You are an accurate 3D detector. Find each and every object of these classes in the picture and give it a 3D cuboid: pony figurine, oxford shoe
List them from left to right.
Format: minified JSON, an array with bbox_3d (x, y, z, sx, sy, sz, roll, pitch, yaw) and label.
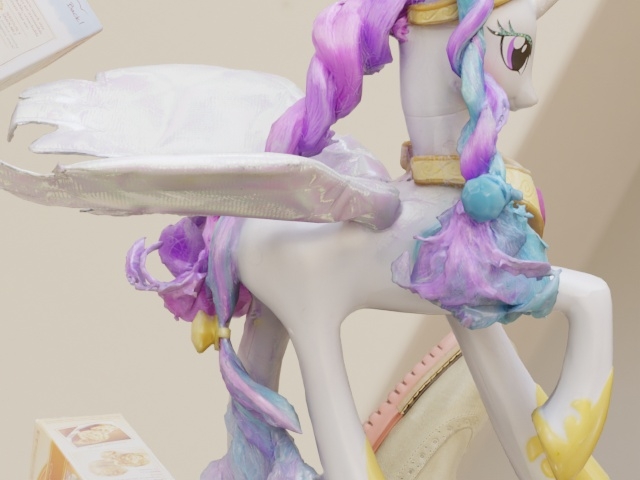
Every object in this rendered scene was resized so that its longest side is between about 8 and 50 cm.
[{"bbox_3d":[0.000,0.000,1.069,0.303,0.351,0.363,-106,9,-74],"label":"pony figurine"},{"bbox_3d":[0.067,0.247,1.496,0.397,0.146,0.140,-62,-20,4],"label":"oxford shoe"}]

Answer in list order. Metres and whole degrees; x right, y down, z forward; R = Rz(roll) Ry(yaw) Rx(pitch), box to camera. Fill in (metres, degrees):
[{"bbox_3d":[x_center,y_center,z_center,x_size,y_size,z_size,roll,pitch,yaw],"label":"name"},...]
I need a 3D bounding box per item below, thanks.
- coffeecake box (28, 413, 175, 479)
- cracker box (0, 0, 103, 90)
[{"bbox_3d":[-0.137,0.221,1.300,0.068,0.185,0.142,-2,-68,-28],"label":"coffeecake box"},{"bbox_3d":[-0.261,-0.158,1.255,0.067,0.156,0.232,-28,6,35],"label":"cracker box"}]
